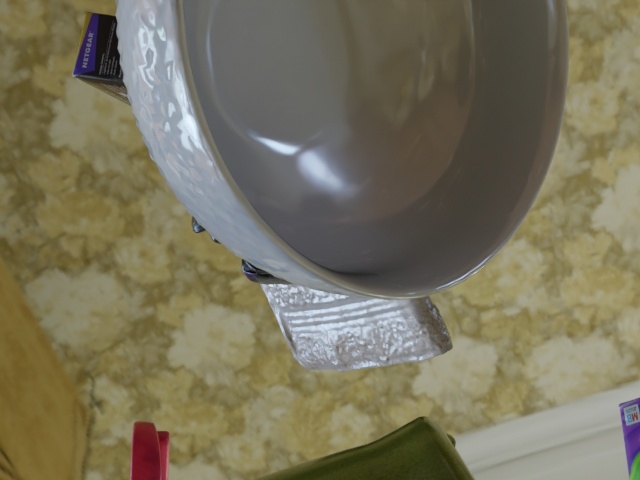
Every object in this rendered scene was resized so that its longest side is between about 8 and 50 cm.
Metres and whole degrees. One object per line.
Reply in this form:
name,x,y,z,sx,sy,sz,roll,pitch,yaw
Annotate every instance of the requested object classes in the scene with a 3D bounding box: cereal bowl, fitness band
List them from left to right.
fitness band,-0.251,0.397,1.595,0.054,0.290,0.209,2,-152,-5
cereal bowl,0.007,-0.130,0.721,0.141,0.339,0.339,1,-143,49

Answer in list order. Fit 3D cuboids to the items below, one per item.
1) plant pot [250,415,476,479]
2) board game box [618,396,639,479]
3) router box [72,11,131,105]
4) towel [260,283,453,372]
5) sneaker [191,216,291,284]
plant pot,-0.010,0.303,0.724,0.353,0.366,0.366,-33,-148,0
board game box,0.407,0.289,1.089,0.142,0.144,0.275,-28,-133,37
router box,-0.122,-0.187,1.362,0.243,0.081,0.309,10,177,15
towel,0.031,0.080,1.459,0.282,0.187,0.049,-15,-165,47
sneaker,0.000,0.000,0.977,0.283,0.107,0.124,27,-96,40
